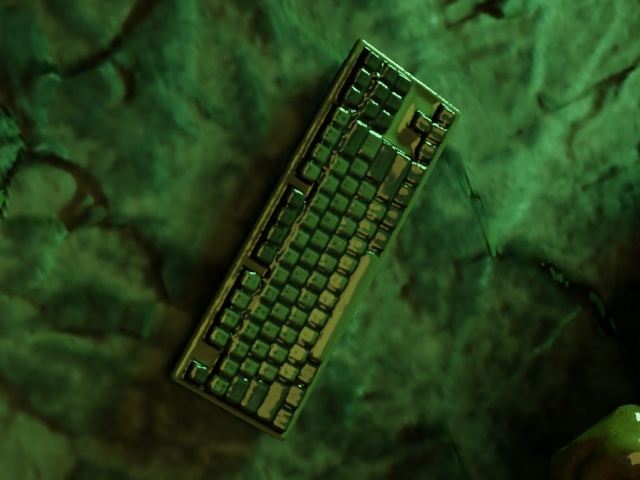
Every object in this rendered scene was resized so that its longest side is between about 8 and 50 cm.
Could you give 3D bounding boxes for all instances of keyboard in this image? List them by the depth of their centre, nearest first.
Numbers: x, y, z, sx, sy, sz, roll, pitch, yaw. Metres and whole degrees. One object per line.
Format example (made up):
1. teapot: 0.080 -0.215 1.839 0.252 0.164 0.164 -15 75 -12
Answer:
1. keyboard: 0.000 0.000 0.530 0.049 0.015 0.129 33 81 -23

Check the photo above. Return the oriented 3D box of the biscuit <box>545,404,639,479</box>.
1. biscuit: 0.202 0.098 0.551 0.290 0.041 0.208 9 129 -28

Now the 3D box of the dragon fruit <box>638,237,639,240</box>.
1. dragon fruit: 0.190 -0.003 0.563 0.142 0.121 0.130 42 41 4
